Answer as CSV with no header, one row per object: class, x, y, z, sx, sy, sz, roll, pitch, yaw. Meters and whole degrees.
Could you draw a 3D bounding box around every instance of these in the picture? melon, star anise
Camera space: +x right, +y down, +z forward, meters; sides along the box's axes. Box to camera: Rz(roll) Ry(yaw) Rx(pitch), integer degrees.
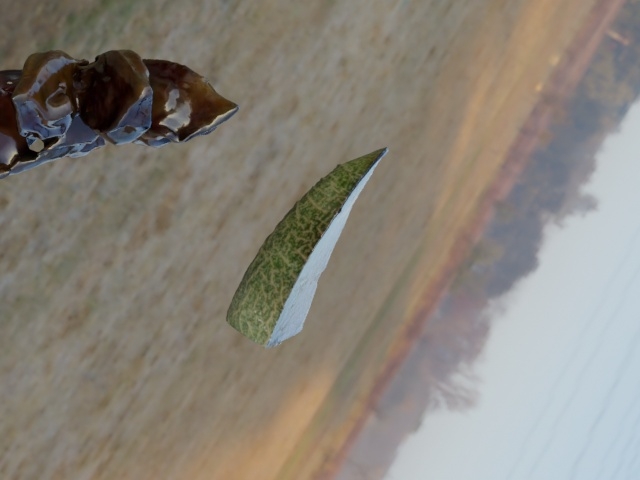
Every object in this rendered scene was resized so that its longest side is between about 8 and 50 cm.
melon,-0.005,0.002,1.067,0.098,0.054,0.182,-6,127,-58
star anise,-0.122,-0.067,0.661,0.168,0.168,0.057,-43,121,-78
